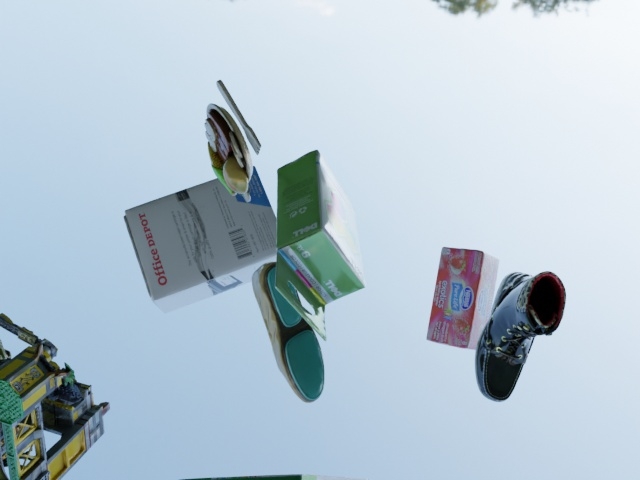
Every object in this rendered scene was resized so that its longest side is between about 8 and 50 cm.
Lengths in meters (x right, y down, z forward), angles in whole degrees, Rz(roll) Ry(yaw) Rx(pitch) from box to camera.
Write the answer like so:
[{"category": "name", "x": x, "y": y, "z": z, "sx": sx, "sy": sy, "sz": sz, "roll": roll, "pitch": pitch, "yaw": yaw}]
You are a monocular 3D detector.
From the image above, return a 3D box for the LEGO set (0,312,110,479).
[{"category": "LEGO set", "x": -0.429, "y": 0.186, "z": 0.804, "sx": 0.331, "sy": 0.255, "sz": 0.192, "roll": 3, "pitch": -158, "yaw": 17}]

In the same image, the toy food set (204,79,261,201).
[{"category": "toy food set", "x": -0.136, "y": -0.129, "z": 0.871, "sx": 0.038, "sy": 0.192, "sz": 0.132, "roll": -28, "pitch": -102, "yaw": -19}]

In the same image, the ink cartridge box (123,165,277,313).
[{"category": "ink cartridge box", "x": -0.319, "y": -0.001, "z": 1.757, "sx": 0.394, "sy": 0.166, "sz": 0.286, "roll": -20, "pitch": -109, "yaw": -9}]

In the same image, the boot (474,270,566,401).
[{"category": "boot", "x": 0.331, "y": 0.161, "z": 1.033, "sx": 0.085, "sy": 0.178, "sz": 0.237, "roll": 16, "pitch": -97, "yaw": 3}]

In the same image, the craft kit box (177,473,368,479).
[{"category": "craft kit box", "x": -0.076, "y": 0.443, "z": 1.074, "sx": 0.249, "sy": 0.246, "sz": 0.061, "roll": -13, "pitch": -119, "yaw": 26}]

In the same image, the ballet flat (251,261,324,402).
[{"category": "ballet flat", "x": -0.053, "y": 0.146, "z": 0.994, "sx": 0.080, "sy": 0.073, "sz": 0.233, "roll": -16, "pitch": -89, "yaw": -38}]

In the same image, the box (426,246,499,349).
[{"category": "box", "x": 0.379, "y": 0.155, "z": 1.634, "sx": 0.122, "sy": 0.128, "sz": 0.257, "roll": 7, "pitch": -97, "yaw": 37}]

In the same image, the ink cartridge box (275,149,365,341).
[{"category": "ink cartridge box", "x": 0.000, "y": 0.000, "z": 0.730, "sx": 0.062, "sy": 0.109, "sz": 0.209, "roll": -23, "pitch": -141, "yaw": 17}]
